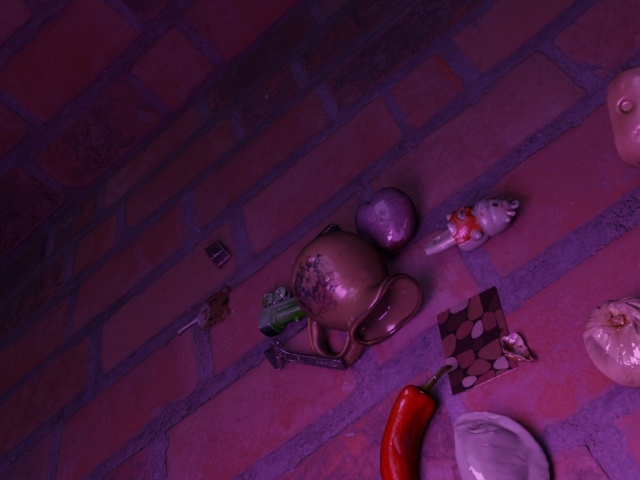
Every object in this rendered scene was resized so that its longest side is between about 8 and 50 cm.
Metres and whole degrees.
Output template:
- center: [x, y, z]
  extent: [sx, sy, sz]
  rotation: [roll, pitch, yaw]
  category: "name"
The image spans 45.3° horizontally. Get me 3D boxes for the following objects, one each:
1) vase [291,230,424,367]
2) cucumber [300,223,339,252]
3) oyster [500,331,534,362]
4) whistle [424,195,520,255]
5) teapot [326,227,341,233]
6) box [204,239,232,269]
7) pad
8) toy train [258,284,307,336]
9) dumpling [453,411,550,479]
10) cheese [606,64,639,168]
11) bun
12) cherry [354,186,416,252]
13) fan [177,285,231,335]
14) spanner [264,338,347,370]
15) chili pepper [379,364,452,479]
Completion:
- center: [0.065, 0.164, 1.868]
  extent: [0.302, 0.241, 0.329]
  rotation: [40, 116, 44]
  category: "vase"
- center: [0.001, 0.001, 2.240]
  extent: [0.135, 0.033, 0.034]
  rotation: [-46, 27, -3]
  category: "cucumber"
- center: [0.398, 0.225, 1.562]
  extent: [0.051, 0.034, 0.093]
  rotation: [-15, 30, 5]
  category: "oyster"
- center: [0.359, -0.034, 1.823]
  extent: [0.253, 0.106, 0.101]
  rotation: [-30, -4, 25]
  category: "whistle"
- center: [0.041, 0.006, 2.174]
  extent: [0.063, 0.049, 0.083]
  rotation: [-40, 34, 10]
  category: "teapot"
- center: [-0.340, 0.044, 2.555]
  extent: [0.063, 0.060, 0.085]
  rotation: [-38, 33, -1]
  category: "box"
- center: [0.335, 0.216, 1.669]
  extent: [0.158, 0.003, 0.235]
  rotation: [-30, 37, 23]
  category: "pad"
- center: [-0.067, 0.177, 2.095]
  extent: [0.251, 0.085, 0.119]
  rotation: [-23, 45, 34]
  category: "toy train"
- center: [0.322, 0.413, 1.407]
  extent: [0.108, 0.152, 0.219]
  rotation: [105, 154, -47]
  category: "dumpling"
- center: [0.679, -0.265, 1.611]
  extent: [0.117, 0.218, 0.235]
  rotation: [-12, 25, 36]
  category: "cheese"
- center: [0.558, 0.173, 1.369]
  extent: [0.164, 0.111, 0.188]
  rotation: [-39, 37, 17]
  category: "bun"
- center: [0.179, -0.052, 2.007]
  extent: [0.176, 0.140, 0.176]
  rotation: [-11, 70, 32]
  category: "cherry"
- center: [-0.370, 0.238, 2.427]
  extent: [0.226, 0.008, 0.152]
  rotation: [-33, 36, 19]
  category: "fan"
- center: [-0.047, 0.298, 1.925]
  extent: [0.026, 0.093, 0.325]
  rotation: [-31, 19, -35]
  category: "spanner"
- center: [0.189, 0.427, 1.556]
  extent: [0.137, 0.092, 0.368]
  rotation: [-3, 58, 23]
  category: "chili pepper"
